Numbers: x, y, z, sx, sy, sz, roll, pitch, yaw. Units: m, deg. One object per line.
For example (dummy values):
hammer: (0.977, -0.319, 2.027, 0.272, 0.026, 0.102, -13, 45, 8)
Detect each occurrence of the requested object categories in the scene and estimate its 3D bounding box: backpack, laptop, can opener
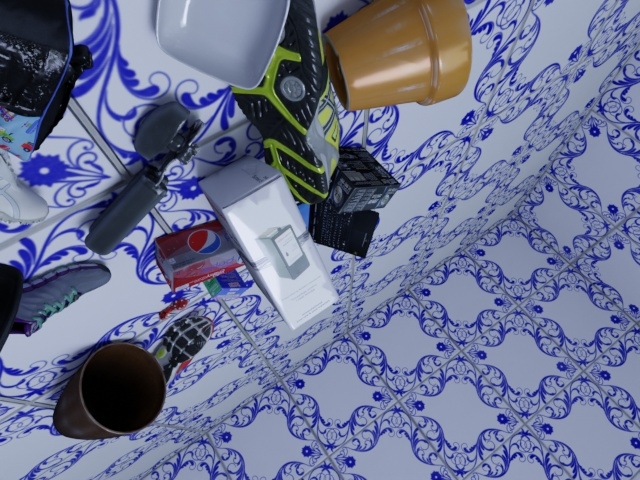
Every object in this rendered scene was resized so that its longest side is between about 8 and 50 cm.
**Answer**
backpack: (-0.300, -0.168, 0.368, 0.117, 0.158, 0.173, 4, 144, -46)
laptop: (0.000, 0.000, 1.098, 0.234, 0.265, 0.136, 97, 12, -58)
can opener: (-0.283, -0.096, 0.633, 0.093, 0.074, 0.280, 36, 106, -30)

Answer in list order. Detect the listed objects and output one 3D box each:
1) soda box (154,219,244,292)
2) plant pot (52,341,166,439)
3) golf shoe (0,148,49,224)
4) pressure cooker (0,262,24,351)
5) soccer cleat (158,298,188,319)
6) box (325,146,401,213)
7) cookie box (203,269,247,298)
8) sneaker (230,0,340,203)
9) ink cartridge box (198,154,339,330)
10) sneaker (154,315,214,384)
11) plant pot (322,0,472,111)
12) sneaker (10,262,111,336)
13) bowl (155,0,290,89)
soda box: (-0.213, 0.013, 0.873, 0.264, 0.092, 0.083, -21, 150, -33)
plant pot: (-0.544, 0.398, 0.988, 0.231, 0.215, 0.215, -33, 160, 23)
golf shoe: (-0.397, -0.079, 0.489, 0.086, 0.069, 0.176, -45, 157, -1)
pressure cooker: (-0.407, -0.024, 0.175, 0.375, 0.370, 0.420, -42, 170, -52)
soccer cleat: (-0.372, 0.176, 1.023, 0.083, 0.029, 0.035, -34, 165, -2)
box: (0.074, -0.145, 0.934, 0.180, 0.147, 0.077, -12, 145, -46)
cookie box: (-0.237, 0.085, 0.950, 0.040, 0.107, 0.092, -47, 155, 17)
sneaker: (-0.043, -0.236, 0.666, 0.384, 0.145, 0.147, 85, 22, -53)
ink cartridge box: (-0.097, -0.001, 0.746, 0.115, 0.198, 0.272, -32, 121, -14)
sneaker: (-0.394, 0.301, 1.162, 0.279, 0.107, 0.118, -45, 174, 21)
plant pot: (0.112, -0.307, 0.665, 0.188, 0.205, 0.205, -22, 155, -2)
sneaker: (-0.468, 0.114, 0.686, 0.224, 0.098, 0.083, -20, 150, -35)
bowl: (-0.117, -0.276, 0.489, 0.142, 0.053, 0.142, 19, 130, -17)
